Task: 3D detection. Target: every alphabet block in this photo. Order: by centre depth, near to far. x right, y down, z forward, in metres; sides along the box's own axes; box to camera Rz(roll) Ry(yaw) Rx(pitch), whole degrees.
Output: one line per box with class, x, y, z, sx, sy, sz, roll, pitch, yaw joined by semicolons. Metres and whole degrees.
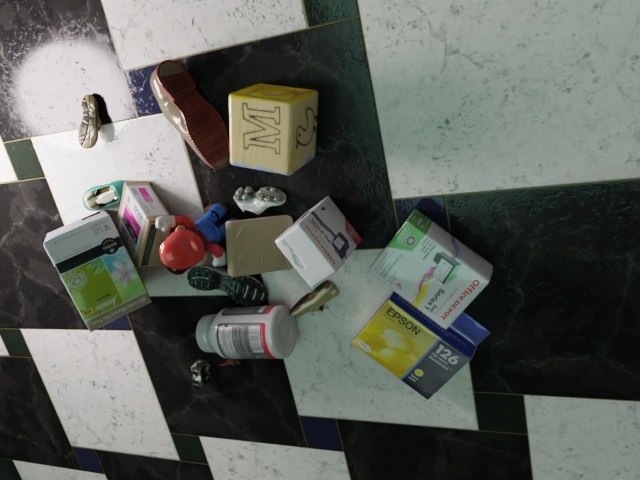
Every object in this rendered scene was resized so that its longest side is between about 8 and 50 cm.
alphabet block;-0.129;-0.313;1.598;0.193;0.192;0.197;11;118;17

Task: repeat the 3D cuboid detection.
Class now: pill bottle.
pill bottle;-0.254;0.310;1.946;0.318;0.176;0.176;-5;111;26

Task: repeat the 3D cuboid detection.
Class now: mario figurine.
mario figurine;-0.391;-0.001;1.777;0.198;0.320;0.170;21;119;14

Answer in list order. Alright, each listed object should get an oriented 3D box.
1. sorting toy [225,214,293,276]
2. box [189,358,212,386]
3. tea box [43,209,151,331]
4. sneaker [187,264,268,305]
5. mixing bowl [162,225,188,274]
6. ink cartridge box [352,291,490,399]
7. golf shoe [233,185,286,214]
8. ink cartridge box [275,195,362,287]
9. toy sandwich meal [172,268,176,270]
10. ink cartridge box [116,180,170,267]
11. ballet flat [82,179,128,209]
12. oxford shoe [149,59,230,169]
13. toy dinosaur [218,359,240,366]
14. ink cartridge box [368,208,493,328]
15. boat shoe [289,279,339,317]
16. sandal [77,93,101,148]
sorting toy;-0.192;0.015;1.820;0.208;0.038;0.193;-5;116;-14
box;-0.452;0.500;2.187;0.052;0.062;0.083;8;116;22
tea box;-0.750;0.089;1.948;0.329;0.220;0.323;13;128;67
sneaker;-0.305;0.137;1.945;0.271;0.108;0.100;19;102;-3
mixing bowl;-0.454;0.016;1.930;0.181;0.098;0.181;11;107;37
ink cartridge box;0.300;0.300;1.766;0.303;0.072;0.307;36;124;5
golf shoe;-0.180;-0.119;1.795;0.176;0.069;0.086;6;135;24
ink cartridge box;0.000;0.000;1.656;0.100;0.237;0.172;-35;96;32
toy sandwich meal;-0.475;0.056;1.876;0.085;0.029;0.085;12;105;50
ink cartridge box;-0.588;-0.057;1.913;0.234;0.088;0.193;49;130;37
ballet flat;-0.765;-0.151;2.009;0.247;0.087;0.083;-15;106;29
oxford shoe;-0.393;-0.369;1.752;0.130;0.123;0.348;-9;113;55
toy dinosaur;-0.321;0.444;2.100;0.047;0.090;0.082;57;166;3
ink cartridge box;0.310;0.081;1.622;0.278;0.117;0.201;37;117;4
boat shoe;-0.019;0.206;1.865;0.072;0.068;0.190;44;123;-14
sandal;-0.761;-0.394;1.924;0.072;0.049;0.180;11;102;13
